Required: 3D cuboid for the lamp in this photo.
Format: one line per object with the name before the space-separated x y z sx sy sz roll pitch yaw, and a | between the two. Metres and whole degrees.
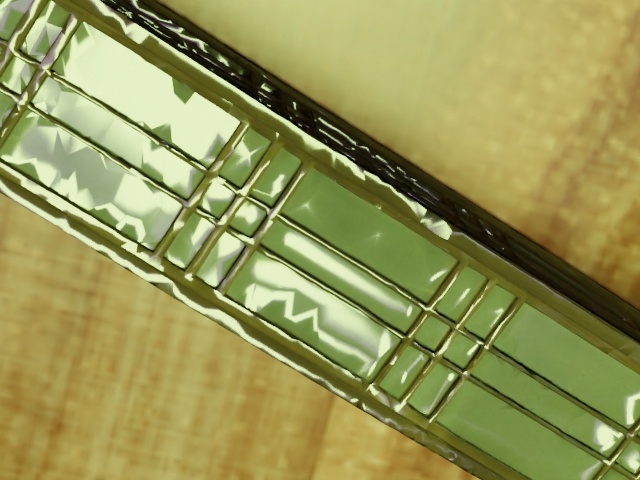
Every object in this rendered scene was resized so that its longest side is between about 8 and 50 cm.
lamp | 0.000 0.000 0.561 0.325 0.089 0.090 33 103 -12
